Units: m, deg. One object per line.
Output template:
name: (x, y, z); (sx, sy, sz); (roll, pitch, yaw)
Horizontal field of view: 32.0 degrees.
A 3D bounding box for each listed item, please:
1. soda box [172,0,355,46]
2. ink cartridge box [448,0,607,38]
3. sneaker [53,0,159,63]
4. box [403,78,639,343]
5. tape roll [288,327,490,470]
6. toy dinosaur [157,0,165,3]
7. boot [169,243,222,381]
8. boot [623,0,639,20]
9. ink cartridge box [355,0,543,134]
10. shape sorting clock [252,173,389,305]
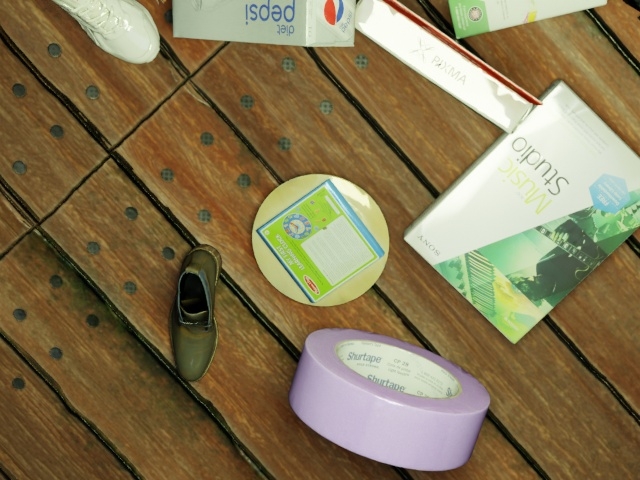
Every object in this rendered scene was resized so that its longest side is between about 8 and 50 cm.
soda box: (-0.082, -0.315, 1.502); (0.286, 0.091, 0.098); (15, 108, 45)
ink cartridge box: (0.271, -0.379, 1.506); (0.212, 0.093, 0.154); (-11, 130, 10)
sneaker: (-0.331, -0.336, 1.591); (0.232, 0.115, 0.090); (42, 103, -4)
box: (0.312, -0.039, 1.621); (0.232, 0.058, 0.322); (43, 104, -4)
tape roll: (0.097, 0.220, 1.587); (0.274, 0.275, 0.090); (17, 104, 2)
toy dinosaur: (-0.242, -0.365, 1.593); (0.090, 0.082, 0.047); (15, 99, -19)
boot: (-0.198, 0.121, 1.681); (0.082, 0.106, 0.219); (6, 102, 5)
boot: (0.489, -0.407, 1.503); (0.207, 0.094, 0.246); (-31, 104, 7)
ink cartridge box: (0.161, -0.239, 1.498); (0.275, 0.239, 0.060); (34, 100, -2)
shape sorting clock: (0.000, 0.000, 1.669); (0.206, 0.040, 0.206); (1, 105, 3)
